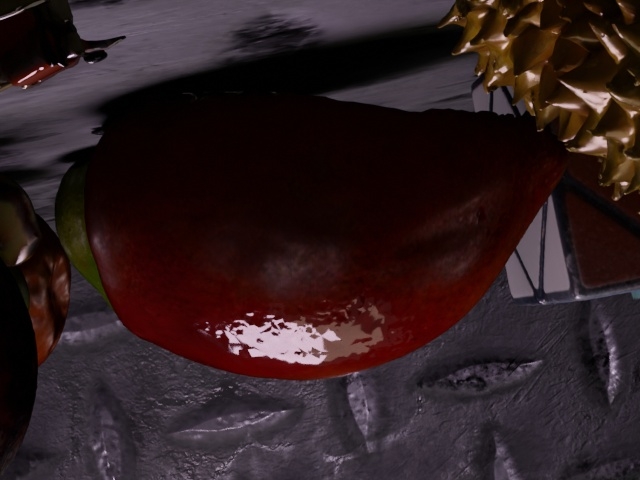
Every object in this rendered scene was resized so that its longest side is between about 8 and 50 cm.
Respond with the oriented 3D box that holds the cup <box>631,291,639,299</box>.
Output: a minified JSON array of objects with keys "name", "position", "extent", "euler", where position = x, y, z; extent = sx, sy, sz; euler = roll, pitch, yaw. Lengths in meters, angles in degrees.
[{"name":"cup","position":[0.367,-0.060,1.638],"extent":[0.148,0.236,0.134],"euler":[-13,180,-27]}]

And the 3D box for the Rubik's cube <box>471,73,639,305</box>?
[{"name":"Rubik's cube","position":[0.254,-0.064,1.233],"extent":[0.205,0.207,0.205],"euler":[-12,177,-7]}]

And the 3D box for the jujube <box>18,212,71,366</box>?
[{"name":"jujube","position":[-0.354,0.042,1.366],"extent":[0.255,0.190,0.190],"euler":[5,177,-3]}]

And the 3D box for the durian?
[{"name":"durian","position":[0.170,-0.118,0.887],"extent":[0.195,0.186,0.305],"euler":[13,-164,20]}]

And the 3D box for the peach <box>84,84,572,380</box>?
[{"name":"peach","position":[0.000,0.000,1.106],"extent":[0.361,0.201,0.258],"euler":[0,177,4]}]

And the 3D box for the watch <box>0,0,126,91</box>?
[{"name":"watch","position":[-0.153,-0.072,0.547],"extent":[0.268,0.102,0.165],"euler":[-21,-177,12]}]

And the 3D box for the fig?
[{"name":"fig","position":[-0.168,-0.003,1.326],"extent":[0.123,0.156,0.123],"euler":[-8,-177,0]}]

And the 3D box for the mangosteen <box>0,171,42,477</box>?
[{"name":"mangosteen","position":[-0.343,0.082,1.110],"extent":[0.311,0.311,0.311],"euler":[-11,178,0]}]
